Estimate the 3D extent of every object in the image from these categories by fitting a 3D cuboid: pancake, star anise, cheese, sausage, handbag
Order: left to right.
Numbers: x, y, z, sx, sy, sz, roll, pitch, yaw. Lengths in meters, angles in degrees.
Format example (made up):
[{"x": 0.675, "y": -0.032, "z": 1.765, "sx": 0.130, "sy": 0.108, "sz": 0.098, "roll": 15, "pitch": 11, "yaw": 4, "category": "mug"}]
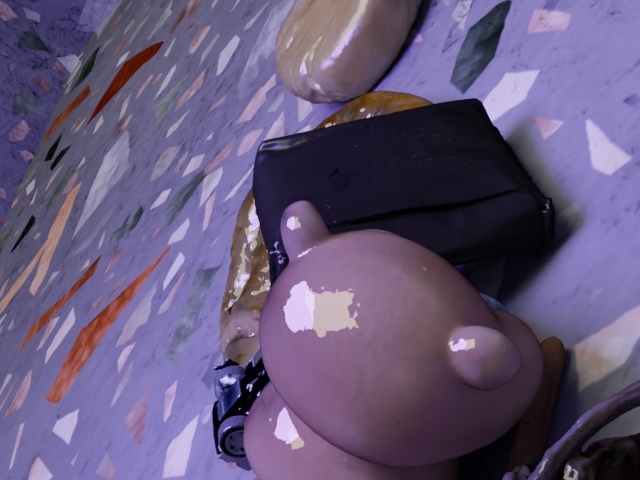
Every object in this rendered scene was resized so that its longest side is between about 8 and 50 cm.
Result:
[{"x": 0.001, "y": -0.001, "z": 1.295, "sx": 0.387, "sy": 0.082, "sz": 0.387, "roll": -41, "pitch": 31, "yaw": 32, "category": "pancake"}, {"x": 0.039, "y": -0.280, "z": 1.569, "sx": 0.226, "sy": 0.117, "sz": 0.214, "roll": -63, "pitch": 26, "yaw": 0, "category": "cheese"}, {"x": 0.063, "y": -0.044, "z": 1.056, "sx": 0.247, "sy": 0.080, "sz": 0.223, "roll": -12, "pitch": 28, "yaw": -3, "category": "handbag"}, {"x": 0.159, "y": 0.123, "z": 0.877, "sx": 0.026, "sy": 0.026, "sz": 0.116, "roll": -27, "pitch": 36, "yaw": 51, "category": "sausage"}, {"x": 0.152, "y": 0.188, "z": 0.719, "sx": 0.209, "sy": 0.089, "sz": 0.231, "roll": -18, "pitch": 55, "yaw": 46, "category": "star anise"}]

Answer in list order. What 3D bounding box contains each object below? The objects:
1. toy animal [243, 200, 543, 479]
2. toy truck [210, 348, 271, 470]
[{"x": 0.036, "y": 0.110, "z": 0.880, "sx": 0.210, "sy": 0.229, "sz": 0.221, "roll": 35, "pitch": 92, "yaw": 25, "category": "toy animal"}, {"x": 0.007, "y": 0.106, "z": 1.087, "sx": 0.253, "sy": 0.124, "sz": 0.114, "roll": -52, "pitch": 22, "yaw": 17, "category": "toy truck"}]
